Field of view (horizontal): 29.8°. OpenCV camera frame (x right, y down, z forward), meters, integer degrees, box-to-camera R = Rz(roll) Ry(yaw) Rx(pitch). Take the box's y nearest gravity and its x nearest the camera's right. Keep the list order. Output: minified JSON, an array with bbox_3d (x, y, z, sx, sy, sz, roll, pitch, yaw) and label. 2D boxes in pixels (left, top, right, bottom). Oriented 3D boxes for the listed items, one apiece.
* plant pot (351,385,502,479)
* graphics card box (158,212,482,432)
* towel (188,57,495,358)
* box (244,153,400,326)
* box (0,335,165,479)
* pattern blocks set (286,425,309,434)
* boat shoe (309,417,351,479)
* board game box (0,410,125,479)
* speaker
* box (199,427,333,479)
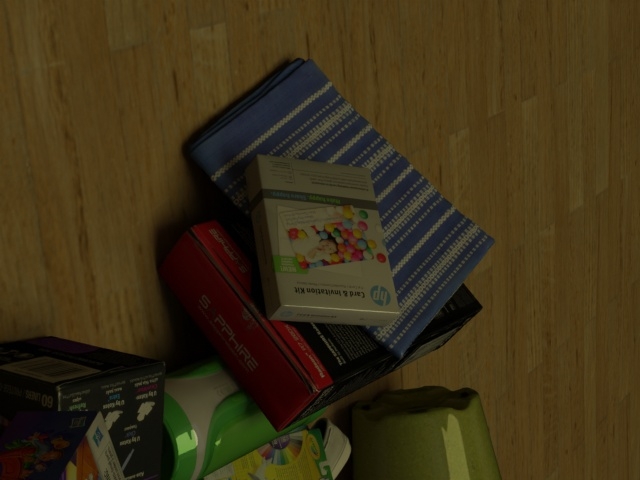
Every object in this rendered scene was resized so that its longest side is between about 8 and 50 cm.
[{"bbox_3d":[0.147,0.343,1.673,0.276,0.276,0.254,-14,96,-54],"label":"plant pot"},{"bbox_3d":[0.011,0.059,1.418,0.371,0.233,0.094,-20,156,-52],"label":"graphics card box"},{"bbox_3d":[0.032,-0.050,1.398,0.336,0.040,0.243,44,47,2],"label":"towel"},{"bbox_3d":[0.000,0.000,1.306,0.145,0.038,0.186,6,59,-27],"label":"box"},{"bbox_3d":[-0.254,0.240,1.120,0.143,0.165,0.271,-7,103,-55],"label":"box"},{"bbox_3d":[-0.084,0.388,1.519,0.325,0.026,0.285,-49,134,-38],"label":"pattern blocks set"},{"bbox_3d":[-0.023,0.303,1.517,0.184,0.066,0.063,-52,120,-31],"label":"boat shoe"},{"bbox_3d":[-0.200,0.342,0.941,0.233,0.078,0.347,-66,148,-56],"label":"board game box"},{"bbox_3d":[-0.103,0.185,1.363,0.296,0.131,0.131,-18,111,-53],"label":"speaker"},{"bbox_3d":[-0.066,0.289,1.434,0.179,0.043,0.105,-7,77,-33],"label":"box"}]
